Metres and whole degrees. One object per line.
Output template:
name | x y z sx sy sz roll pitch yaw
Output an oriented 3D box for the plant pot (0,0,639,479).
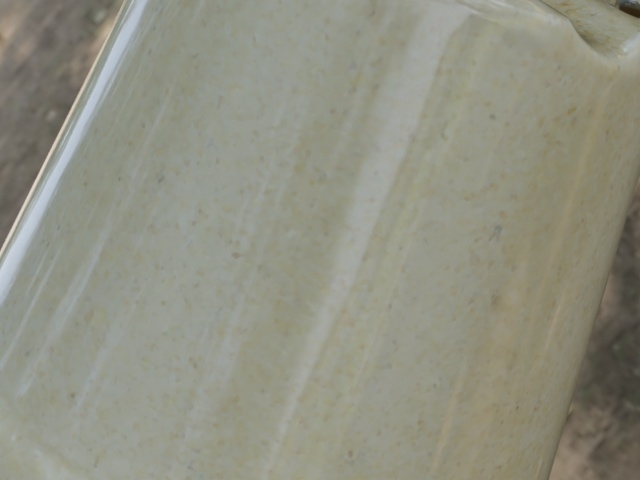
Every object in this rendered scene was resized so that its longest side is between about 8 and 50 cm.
plant pot | 0.000 0.000 0.756 0.334 0.334 0.305 -114 42 -63
